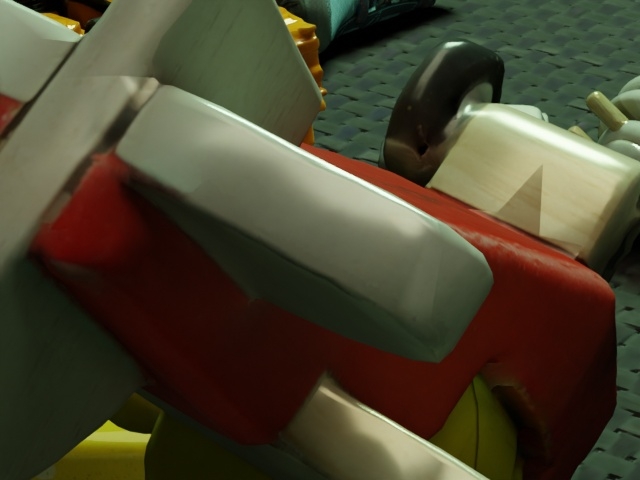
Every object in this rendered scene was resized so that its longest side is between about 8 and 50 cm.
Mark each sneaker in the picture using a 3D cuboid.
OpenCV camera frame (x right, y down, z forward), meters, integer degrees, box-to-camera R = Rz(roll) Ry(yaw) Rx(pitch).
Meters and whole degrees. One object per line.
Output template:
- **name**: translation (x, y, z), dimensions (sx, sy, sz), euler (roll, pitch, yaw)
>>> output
- **sneaker**: translation (0.033, -0.193, 1.216), dimensions (0.125, 0.104, 0.262), euler (6, 29, 9)

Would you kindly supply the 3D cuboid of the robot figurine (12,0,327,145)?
- **robot figurine**: translation (-0.133, -0.100, 1.042), dimensions (0.211, 0.085, 0.291), euler (-18, 23, -26)

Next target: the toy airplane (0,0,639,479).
- **toy airplane**: translation (-0.020, 0.062, 0.567), dimensions (0.384, 0.272, 0.386), euler (23, 9, -20)

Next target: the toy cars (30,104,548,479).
- **toy cars**: translation (0.000, 0.000, 0.874), dimensions (0.393, 0.087, 0.176), euler (-26, 37, -37)

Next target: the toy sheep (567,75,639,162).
- **toy sheep**: translation (0.177, -0.047, 0.956), dimensions (0.132, 0.091, 0.091), euler (-36, 42, -25)
